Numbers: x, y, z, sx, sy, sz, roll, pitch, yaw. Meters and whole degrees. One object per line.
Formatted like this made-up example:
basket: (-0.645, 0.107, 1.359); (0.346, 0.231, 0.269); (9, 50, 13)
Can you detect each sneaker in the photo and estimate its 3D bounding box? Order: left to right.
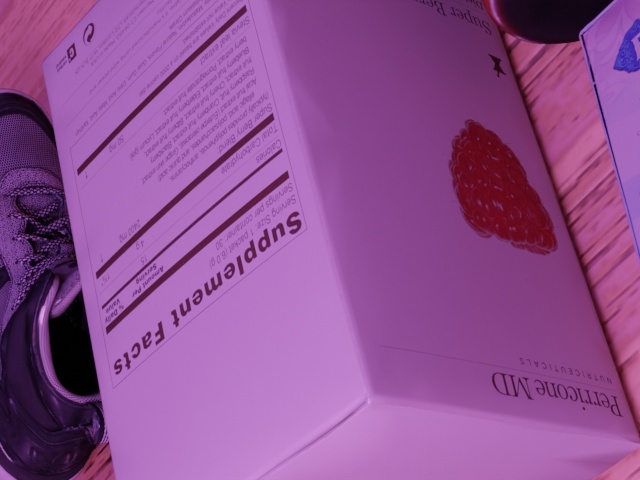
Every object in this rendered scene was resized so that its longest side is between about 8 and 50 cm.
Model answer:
sneaker: (-0.163, 0.014, 1.112); (0.153, 0.101, 0.269); (-31, 62, 53)

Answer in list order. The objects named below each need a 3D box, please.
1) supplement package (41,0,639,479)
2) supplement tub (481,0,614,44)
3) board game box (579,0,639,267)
supplement package: (0.000, 0.000, 0.874); (0.175, 0.177, 0.293); (-39, 53, 36)
supplement tub: (0.095, -0.197, 0.874); (0.106, 0.106, 0.198); (-47, 48, 31)
board game box: (0.244, -0.063, 0.625); (0.318, 0.066, 0.318); (-43, 34, 33)
